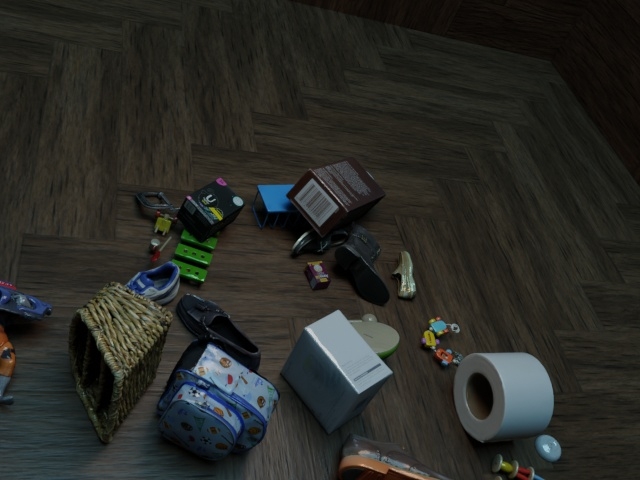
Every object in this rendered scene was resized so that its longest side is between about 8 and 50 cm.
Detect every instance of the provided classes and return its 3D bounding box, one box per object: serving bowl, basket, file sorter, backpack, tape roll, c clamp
[{"bbox_3d":[0.682,0.614,1.934,0.083,0.027,0.083,13,45,-13],"label":"serving bowl"},{"bbox_3d":[-0.503,0.272,1.500,0.213,0.299,0.223,28,43,3],"label":"basket"},{"bbox_3d":[-0.130,-0.110,2.194,0.170,0.104,0.118,-3,50,-29],"label":"file sorter"},{"bbox_3d":[-0.242,0.391,1.553,0.263,0.276,0.213,26,47,-10],"label":"backpack"},{"bbox_3d":[0.519,0.444,1.864,0.169,0.246,0.246,3,48,-23],"label":"tape roll"},{"bbox_3d":[-0.506,-0.123,2.054,0.137,0.022,0.160,-8,30,-36],"label":"c clamp"}]

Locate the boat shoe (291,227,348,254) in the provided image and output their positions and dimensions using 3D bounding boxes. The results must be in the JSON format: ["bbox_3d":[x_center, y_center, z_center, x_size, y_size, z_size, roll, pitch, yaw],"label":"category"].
[{"bbox_3d":[0.000,0.000,2.163,0.233,0.084,0.079,-22,63,-44],"label":"boat shoe"}]

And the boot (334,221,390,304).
[{"bbox_3d":[0.164,0.067,2.168,0.263,0.091,0.229,52,28,-4],"label":"boot"}]

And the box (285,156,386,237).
[{"bbox_3d":[0.061,-0.157,2.203,0.191,0.143,0.381,49,28,8],"label":"box"}]

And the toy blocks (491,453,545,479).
[{"bbox_3d":[0.550,0.673,1.795,0.148,0.054,0.123,23,42,-4],"label":"toy blocks"}]

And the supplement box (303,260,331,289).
[{"bbox_3d":[-0.010,0.112,2.080,0.055,0.043,0.083,-6,52,-31],"label":"supplement box"}]

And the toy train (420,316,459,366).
[{"bbox_3d":[0.378,0.323,2.062,0.125,0.046,0.166,28,46,0],"label":"toy train"}]

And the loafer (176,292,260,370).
[{"bbox_3d":[-0.272,0.239,1.792,0.302,0.095,0.109,42,45,16],"label":"loafer"}]

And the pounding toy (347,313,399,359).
[{"bbox_3d":[0.129,0.319,1.924,0.183,0.110,0.237,-9,23,-18],"label":"pounding toy"}]

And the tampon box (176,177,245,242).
[{"bbox_3d":[-0.337,-0.095,2.002,0.120,0.101,0.161,46,44,4],"label":"tampon box"}]

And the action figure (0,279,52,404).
[{"bbox_3d":[-0.831,0.195,1.518,0.341,0.178,0.330,30,31,-33],"label":"action figure"}]

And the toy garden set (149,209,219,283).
[{"bbox_3d":[-0.427,0.016,1.974,0.203,0.049,0.244,19,44,-10],"label":"toy garden set"}]

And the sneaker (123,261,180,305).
[{"bbox_3d":[-0.508,0.143,1.750,0.112,0.131,0.296,43,47,15],"label":"sneaker"}]

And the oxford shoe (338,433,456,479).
[{"bbox_3d":[0.227,0.590,1.673,0.363,0.130,0.133,21,35,-7],"label":"oxford shoe"}]

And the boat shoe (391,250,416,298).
[{"bbox_3d":[0.277,0.112,2.205,0.072,0.068,0.190,2,47,-8],"label":"boat shoe"}]

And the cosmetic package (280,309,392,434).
[{"bbox_3d":[0.035,0.351,1.735,0.138,0.224,0.225,-21,60,-39],"label":"cosmetic package"}]

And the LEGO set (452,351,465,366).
[{"bbox_3d":[0.446,0.382,2.049,0.083,0.023,0.054,43,45,18],"label":"LEGO set"}]
